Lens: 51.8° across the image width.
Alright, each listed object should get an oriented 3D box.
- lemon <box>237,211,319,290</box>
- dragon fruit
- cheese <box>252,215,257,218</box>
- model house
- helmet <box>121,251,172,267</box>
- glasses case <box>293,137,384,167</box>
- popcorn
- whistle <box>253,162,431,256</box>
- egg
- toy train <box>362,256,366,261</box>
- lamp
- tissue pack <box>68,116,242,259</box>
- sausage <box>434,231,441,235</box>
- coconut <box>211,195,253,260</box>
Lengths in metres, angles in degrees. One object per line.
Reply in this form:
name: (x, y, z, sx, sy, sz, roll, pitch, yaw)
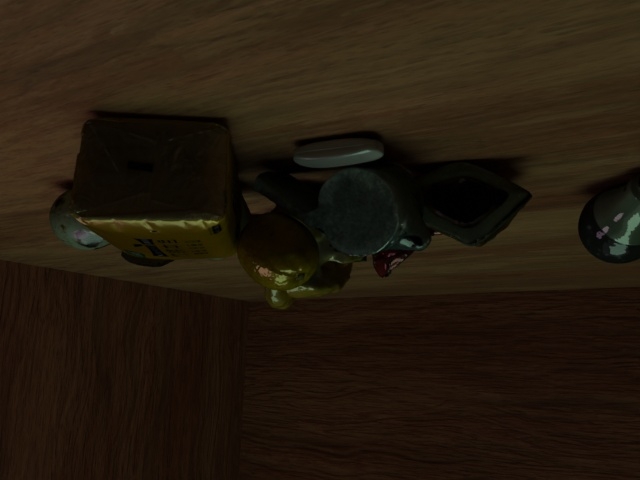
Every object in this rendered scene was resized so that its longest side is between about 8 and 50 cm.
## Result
lemon: (-0.098, 0.023, 1.473, 0.207, 0.170, 0.170, 35, -169, 36)
dragon fruit: (0.217, -0.012, 1.917, 0.223, 0.148, 0.218, -42, 173, -1)
cheese: (-0.210, -0.053, 2.033, 0.190, 0.042, 0.105, 9, 166, -26)
model house: (0.339, -0.090, 1.533, 0.268, 0.174, 0.239, 31, -168, 19)
helmet: (-0.422, -0.046, 1.790, 0.204, 0.137, 0.257, 14, -150, 27)
glasses case: (0.035, -0.178, 1.342, 0.193, 0.049, 0.074, -2, 171, 27)
popcorn: (-0.046, 0.006, 1.703, 0.315, 0.298, 0.281, -20, -171, -7)
whistle: (0.047, -0.069, 1.453, 0.404, 0.189, 0.168, 0, -170, 29)
egg: (-0.605, -0.060, 1.755, 0.231, 0.169, 0.169, -1, 168, 5)
toy train: (0.000, 0.000, 1.956, 0.307, 0.174, 0.249, -2, 174, 19)
lamp: (0.725, -0.081, 1.537, 0.181, 0.182, 0.314, 3, 137, -6)
tissue pack: (-0.323, -0.092, 1.394, 0.293, 0.229, 0.382, 1, 170, -3)
sausage: (0.281, -0.029, 2.087, 0.253, 0.034, 0.034, -2, 168, 20)
coconut: (-0.269, -0.045, 1.679, 0.224, 0.225, 0.224, 2, 169, 0)
